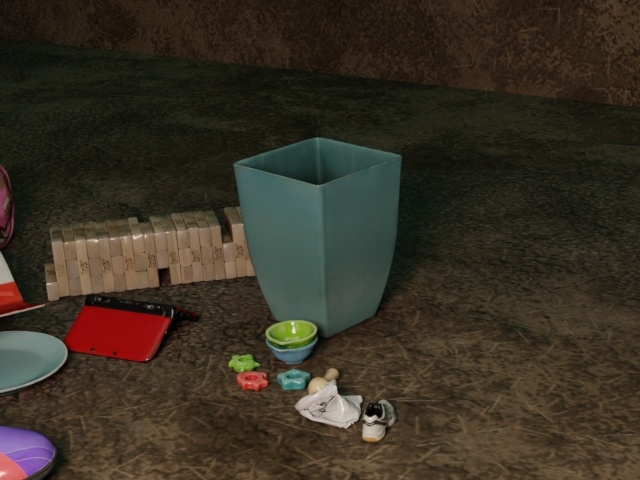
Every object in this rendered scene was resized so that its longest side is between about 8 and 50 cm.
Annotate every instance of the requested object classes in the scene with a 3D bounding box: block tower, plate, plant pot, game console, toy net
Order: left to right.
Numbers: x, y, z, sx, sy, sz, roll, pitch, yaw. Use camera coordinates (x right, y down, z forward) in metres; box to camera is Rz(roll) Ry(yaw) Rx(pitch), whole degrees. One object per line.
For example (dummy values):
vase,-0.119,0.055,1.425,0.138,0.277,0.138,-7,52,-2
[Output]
plate,-0.422,0.166,1.592,0.188,0.024,0.188,-3,20,1
game console,-0.260,0.126,1.694,0.144,0.085,0.124,7,-9,23
block tower,-0.255,0.015,1.879,0.335,0.097,0.091,-8,20,-11
toy net,-0.030,0.166,1.507,0.122,0.045,0.232,-11,22,-21
plant pot,0.000,0.000,1.679,0.165,0.234,0.165,17,28,41

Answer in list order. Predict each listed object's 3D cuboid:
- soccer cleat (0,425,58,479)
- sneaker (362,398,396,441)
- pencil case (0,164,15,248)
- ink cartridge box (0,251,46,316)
soccer cleat,-0.444,0.219,1.312,0.318,0.116,0.109,-3,20,2
sneaker,0.068,0.199,1.416,0.031,0.037,0.083,0,19,13
pencil case,-0.713,-0.060,2.060,0.386,0.167,0.160,2,56,13
ink cartridge box,-0.576,0.069,1.668,0.308,0.091,0.385,-13,8,-27
